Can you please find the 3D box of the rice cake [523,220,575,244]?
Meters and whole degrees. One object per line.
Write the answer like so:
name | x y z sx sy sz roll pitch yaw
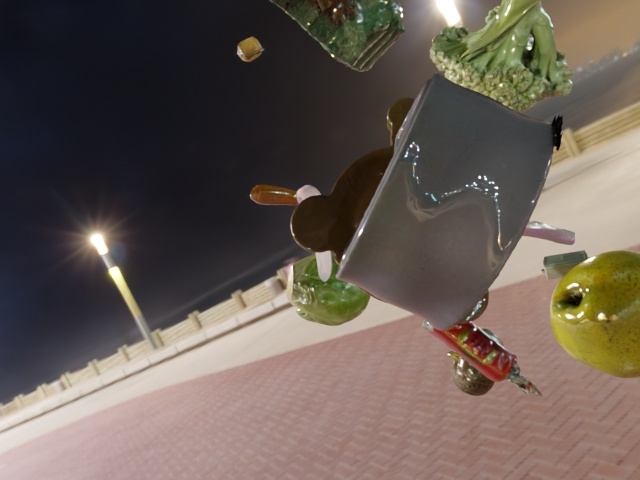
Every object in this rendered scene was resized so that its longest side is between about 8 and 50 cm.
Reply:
rice cake | 0.645 -0.021 1.566 0.207 0.047 0.036 12 -24 -18

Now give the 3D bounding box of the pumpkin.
pumpkin | 0.490 0.381 1.745 0.162 0.219 0.219 18 13 11

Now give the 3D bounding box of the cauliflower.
cauliflower | 0.420 -0.427 1.223 0.260 0.327 0.281 -67 0 -68

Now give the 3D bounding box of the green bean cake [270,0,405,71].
green bean cake | 0.006 -0.489 1.034 0.169 0.308 0.300 -41 -6 23

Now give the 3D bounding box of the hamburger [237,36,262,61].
hamburger | -0.244 -0.659 1.879 0.083 0.076 0.044 -30 -19 -14

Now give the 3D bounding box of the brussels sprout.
brussels sprout | 0.026 0.138 1.587 0.244 0.244 0.244 -28 1 1

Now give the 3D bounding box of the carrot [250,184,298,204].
carrot | -0.065 -0.101 1.317 0.216 0.048 0.048 6 -13 -22

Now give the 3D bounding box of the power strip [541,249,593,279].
power strip | 0.676 0.060 1.442 0.175 0.042 0.075 -12 19 24

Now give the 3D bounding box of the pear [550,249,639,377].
pear | 0.649 0.157 1.184 0.294 0.294 0.294 -28 1 1

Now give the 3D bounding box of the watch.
watch | 0.150 -0.068 0.706 0.335 0.314 0.327 -63 0 -13

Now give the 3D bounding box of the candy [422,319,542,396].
candy | 0.254 0.173 0.929 0.059 0.292 0.086 -52 -12 -4

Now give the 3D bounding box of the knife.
knife | 0.002 0.001 1.315 0.043 0.081 0.336 -35 -39 -19
